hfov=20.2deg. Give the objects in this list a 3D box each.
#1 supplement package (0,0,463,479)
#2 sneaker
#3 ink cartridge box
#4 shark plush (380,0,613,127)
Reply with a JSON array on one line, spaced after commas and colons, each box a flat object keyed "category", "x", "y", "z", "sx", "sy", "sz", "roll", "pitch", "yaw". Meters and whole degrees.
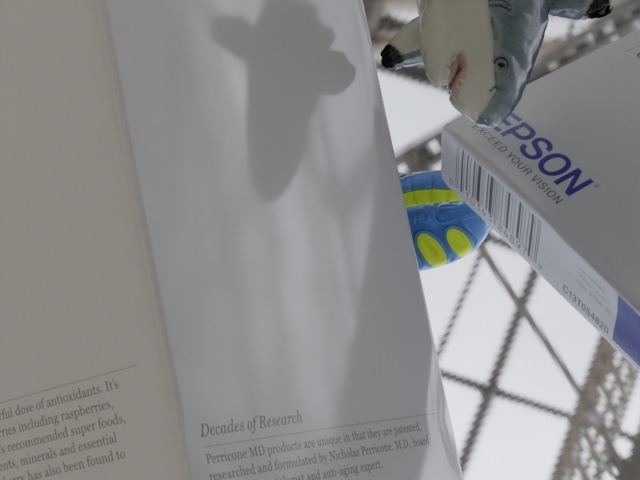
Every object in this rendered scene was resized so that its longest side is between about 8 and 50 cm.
[{"category": "supplement package", "x": -0.077, "y": 0.013, "z": 0.723, "sx": 0.177, "sy": 0.175, "sz": 0.293, "roll": -17, "pitch": -99, "yaw": 35}, {"category": "sneaker", "x": 0.000, "y": 0.000, "z": 0.960, "sx": 0.188, "sy": 0.078, "sz": 0.067, "roll": -8, "pitch": -91, "yaw": 10}, {"category": "ink cartridge box", "x": 0.208, "y": -0.024, "z": 0.819, "sx": 0.224, "sy": 0.045, "sz": 0.223, "roll": -27, "pitch": -130, "yaw": -21}, {"category": "shark plush", "x": 0.088, "y": -0.103, "z": 0.741, "sx": 0.067, "sy": 0.073, "sz": 0.161, "roll": 35, "pitch": -138, "yaw": 17}]
